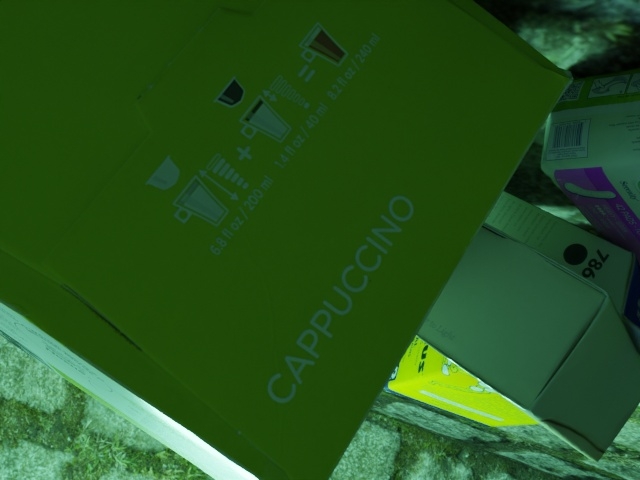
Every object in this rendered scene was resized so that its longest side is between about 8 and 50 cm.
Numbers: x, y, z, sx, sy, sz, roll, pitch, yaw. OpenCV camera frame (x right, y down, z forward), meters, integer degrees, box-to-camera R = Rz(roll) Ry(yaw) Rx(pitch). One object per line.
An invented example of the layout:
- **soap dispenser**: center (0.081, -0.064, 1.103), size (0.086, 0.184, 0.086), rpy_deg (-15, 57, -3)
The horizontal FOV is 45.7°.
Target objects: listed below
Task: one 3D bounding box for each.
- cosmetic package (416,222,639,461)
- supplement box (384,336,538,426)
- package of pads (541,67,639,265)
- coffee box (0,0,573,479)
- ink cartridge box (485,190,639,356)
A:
- **cosmetic package**: center (0.201, 0.102, 0.721), size (0.160, 0.113, 0.309), rpy_deg (34, 179, 37)
- **supplement box**: center (0.254, 0.141, 1.094), size (0.195, 0.194, 0.356), rpy_deg (21, 160, -8)
- **package of pads**: center (0.358, -0.038, 0.647), size (0.229, 0.101, 0.296), rpy_deg (-1, 154, 45)
- **coffee box**: center (-0.089, -0.039, 0.583), size (0.338, 0.338, 0.334), rpy_deg (36, 159, -3)
- **ink cartridge box**: center (0.235, 0.023, 0.789), size (0.332, 0.065, 0.165), rpy_deg (35, 178, 37)
